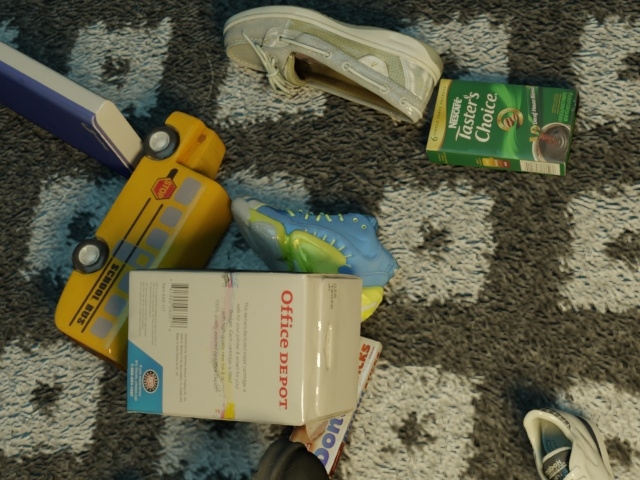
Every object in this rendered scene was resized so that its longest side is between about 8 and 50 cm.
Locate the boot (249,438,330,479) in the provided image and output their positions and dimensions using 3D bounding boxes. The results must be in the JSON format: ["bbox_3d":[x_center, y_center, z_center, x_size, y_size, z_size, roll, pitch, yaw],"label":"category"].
[{"bbox_3d":[0.117,0.421,1.191,0.445,0.146,0.367,9,79,18],"label":"boot"}]

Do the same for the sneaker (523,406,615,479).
[{"bbox_3d":[0.291,0.290,1.316,0.090,0.095,0.235,-38,53,18],"label":"sneaker"}]

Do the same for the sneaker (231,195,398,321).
[{"bbox_3d":[0.000,0.000,1.547,0.240,0.091,0.126,41,70,18],"label":"sneaker"}]

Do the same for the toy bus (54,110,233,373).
[{"bbox_3d":[-0.220,0.000,1.581,0.130,0.108,0.332,24,75,22],"label":"toy bus"}]

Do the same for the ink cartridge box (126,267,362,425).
[{"bbox_3d":[-0.087,0.120,1.422,0.233,0.168,0.171,2,90,24],"label":"ink cartridge box"}]

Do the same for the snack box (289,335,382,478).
[{"bbox_3d":[0.016,0.200,1.483,0.064,0.022,0.178,16,72,20],"label":"snack box"}]

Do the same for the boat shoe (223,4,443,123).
[{"bbox_3d":[0.003,-0.236,1.619,0.320,0.118,0.103,16,71,19],"label":"boat shoe"}]

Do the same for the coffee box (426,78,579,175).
[{"bbox_3d":[0.237,-0.149,1.565,0.184,0.040,0.113,8,70,17],"label":"coffee box"}]

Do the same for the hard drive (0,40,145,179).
[{"bbox_3d":[-0.379,-0.194,1.647,0.319,0.210,0.040,29,76,23],"label":"hard drive"}]
